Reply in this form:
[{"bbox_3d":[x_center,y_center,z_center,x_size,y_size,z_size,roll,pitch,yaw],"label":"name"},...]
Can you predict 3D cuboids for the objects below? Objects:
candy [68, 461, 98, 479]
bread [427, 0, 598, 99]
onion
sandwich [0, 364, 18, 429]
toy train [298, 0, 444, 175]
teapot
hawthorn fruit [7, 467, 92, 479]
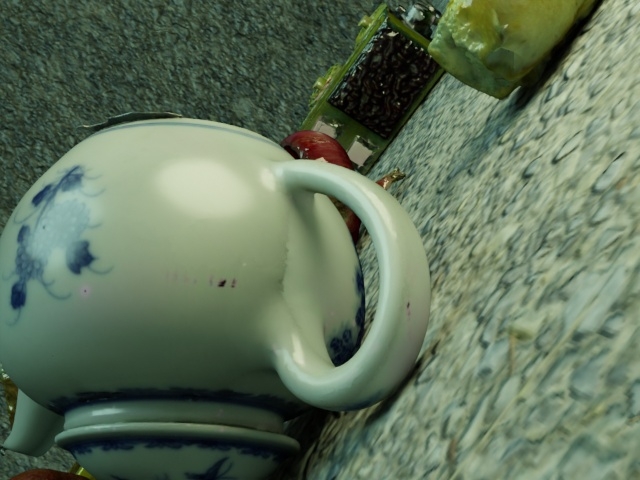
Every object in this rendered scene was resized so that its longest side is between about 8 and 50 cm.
[{"bbox_3d":[-0.318,0.356,1.632,0.146,0.088,0.276,-53,6,-5],"label":"candy"},{"bbox_3d":[0.144,-0.175,0.873,0.156,0.103,0.110,-58,-3,33],"label":"bread"},{"bbox_3d":[0.023,-0.049,1.219,0.140,0.150,0.150,-14,-8,-18],"label":"onion"},{"bbox_3d":[-0.315,0.174,1.663,0.325,0.131,0.262,-6,24,18],"label":"sandwich"},{"bbox_3d":[0.081,-0.222,1.654,0.261,0.134,0.177,-53,13,19],"label":"toy train"},{"bbox_3d":[-0.093,0.071,0.779,0.424,0.252,0.280,-18,65,42],"label":"teapot"},{"bbox_3d":[-0.342,0.368,1.413,0.188,0.169,0.169,-51,6,43],"label":"hawthorn fruit"}]
